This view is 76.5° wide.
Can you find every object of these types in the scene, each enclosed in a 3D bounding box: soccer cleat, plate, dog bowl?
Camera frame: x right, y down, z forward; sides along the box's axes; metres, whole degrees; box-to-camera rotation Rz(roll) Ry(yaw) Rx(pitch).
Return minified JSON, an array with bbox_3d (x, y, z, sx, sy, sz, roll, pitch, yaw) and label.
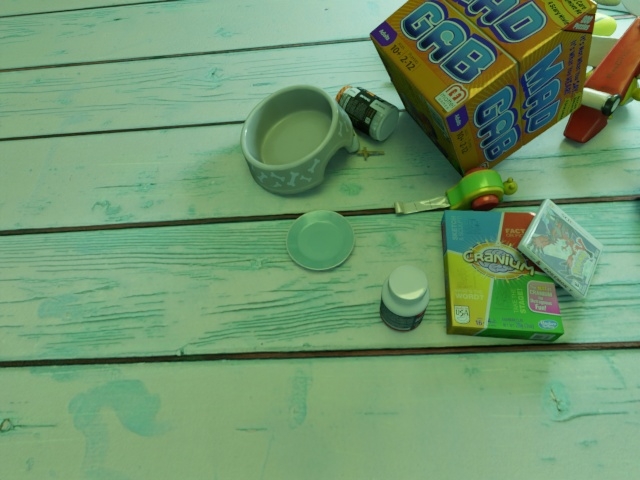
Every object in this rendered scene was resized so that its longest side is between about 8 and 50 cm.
[{"bbox_3d":[0.059,-0.354,1.274,0.068,0.076,0.196,-33,62,-13],"label":"soccer cleat"},{"bbox_3d":[0.000,0.000,1.105,0.188,0.024,0.188,-3,59,5],"label":"plate"},{"bbox_3d":[0.779,-0.677,1.308,0.289,0.093,0.121,22,54,28],"label":"soccer cleat"},{"bbox_3d":[-0.081,-0.312,1.204,0.348,0.102,0.349,-9,62,17],"label":"dog bowl"}]

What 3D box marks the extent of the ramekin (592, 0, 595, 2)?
[{"bbox_3d":[0.622,-0.685,1.183,0.277,0.277,0.135,45,111,26],"label":"ramekin"}]

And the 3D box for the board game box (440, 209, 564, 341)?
[{"bbox_3d":[0.427,0.076,0.993,0.242,0.064,0.317,2,60,7],"label":"board game box"}]

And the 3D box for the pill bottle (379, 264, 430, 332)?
[{"bbox_3d":[0.190,0.131,0.918,0.107,0.180,0.108,-3,60,5],"label":"pill bottle"}]

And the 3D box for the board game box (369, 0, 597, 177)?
[{"bbox_3d":[0.412,-0.447,1.068,0.356,0.356,0.356,-36,60,13],"label":"board game box"}]

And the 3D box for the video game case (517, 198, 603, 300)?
[{"bbox_3d":[0.583,0.015,0.979,0.183,0.023,0.201,42,57,4],"label":"video game case"}]

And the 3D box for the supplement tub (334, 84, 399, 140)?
[{"bbox_3d":[0.140,-0.404,1.272,0.190,0.117,0.117,39,70,23],"label":"supplement tub"}]

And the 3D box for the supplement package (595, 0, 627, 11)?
[{"bbox_3d":[1.048,-0.955,1.487,0.244,0.139,0.134,20,62,17],"label":"supplement package"}]

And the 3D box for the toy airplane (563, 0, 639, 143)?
[{"bbox_3d":[0.875,-0.497,1.164,0.384,0.272,0.386,-17,69,33],"label":"toy airplane"}]

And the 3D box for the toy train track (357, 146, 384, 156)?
[{"bbox_3d":[0.155,-0.268,1.252,0.083,0.014,0.048,0,53,0],"label":"toy train track"}]

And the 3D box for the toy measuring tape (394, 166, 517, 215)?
[{"bbox_3d":[0.366,-0.128,1.087,0.329,0.121,0.121,-8,59,1],"label":"toy measuring tape"}]
